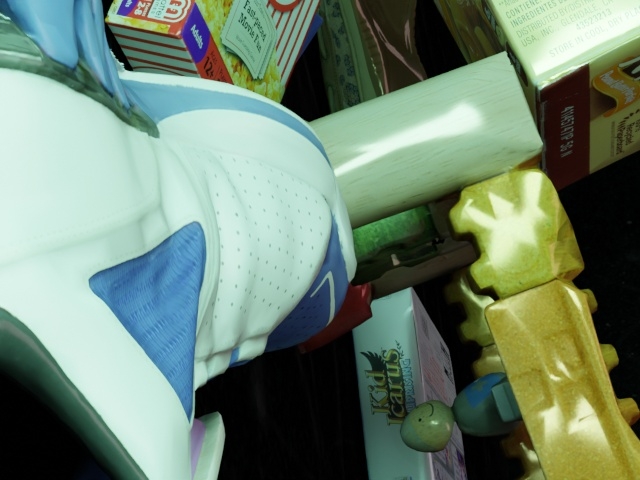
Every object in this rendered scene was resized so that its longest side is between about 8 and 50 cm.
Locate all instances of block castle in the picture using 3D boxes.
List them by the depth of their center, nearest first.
[{"bbox_3d":[0.044,0.099,1.031,0.453,0.212,0.303,65,5,-83],"label":"block castle"}]

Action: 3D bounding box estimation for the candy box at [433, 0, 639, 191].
[{"bbox_3d":[0.079,-0.197,1.002,0.316,0.087,0.183,63,-1,18],"label":"candy box"}]

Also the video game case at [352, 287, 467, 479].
[{"bbox_3d":[0.085,0.188,1.662,0.269,0.061,0.244,55,26,-71],"label":"video game case"}]

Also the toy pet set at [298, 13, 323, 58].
[{"bbox_3d":[-0.037,-0.129,1.187,0.114,0.065,0.122,-1,82,-81],"label":"toy pet set"}]

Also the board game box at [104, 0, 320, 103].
[{"bbox_3d":[-0.041,-0.154,1.017,0.147,0.045,0.193,65,41,-61],"label":"board game box"}]

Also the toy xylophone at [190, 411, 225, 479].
[{"bbox_3d":[-0.044,0.239,0.676,0.236,0.081,0.323,-85,162,-57],"label":"toy xylophone"}]

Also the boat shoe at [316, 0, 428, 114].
[{"bbox_3d":[0.029,-0.179,1.656,0.104,0.089,0.285,-7,86,-51],"label":"boat shoe"}]

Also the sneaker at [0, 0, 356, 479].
[{"bbox_3d":[-0.084,0.030,0.574,0.315,0.127,0.182,37,48,-68],"label":"sneaker"}]
